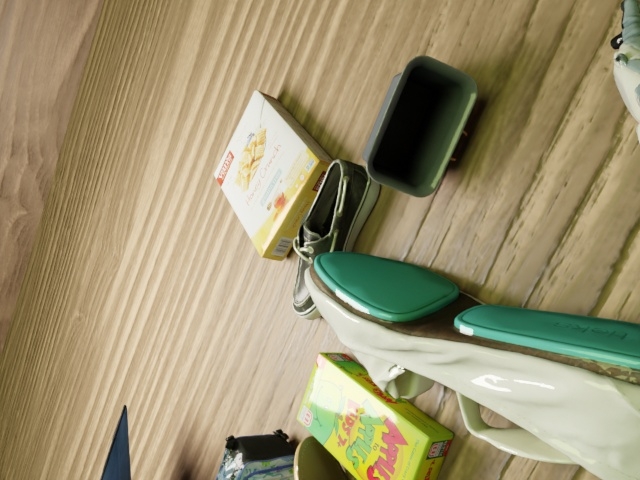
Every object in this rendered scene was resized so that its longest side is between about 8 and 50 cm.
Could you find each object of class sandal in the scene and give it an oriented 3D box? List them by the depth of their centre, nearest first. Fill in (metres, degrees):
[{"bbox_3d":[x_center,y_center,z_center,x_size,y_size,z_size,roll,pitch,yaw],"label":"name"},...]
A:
[{"bbox_3d":[0.007,0.346,0.559,0.079,0.088,0.240,-46,54,24],"label":"sandal"}]

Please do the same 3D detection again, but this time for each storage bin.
[{"bbox_3d":[0.104,-0.125,0.572,0.091,0.098,0.135,-117,48,-72],"label":"storage bin"}]

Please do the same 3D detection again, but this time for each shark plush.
[{"bbox_3d":[0.279,-0.135,0.416,0.067,0.073,0.161,-19,44,24],"label":"shark plush"}]

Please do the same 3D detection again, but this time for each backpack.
[{"bbox_3d":[-0.083,0.316,0.657,0.084,0.105,0.114,38,110,45],"label":"backpack"}]

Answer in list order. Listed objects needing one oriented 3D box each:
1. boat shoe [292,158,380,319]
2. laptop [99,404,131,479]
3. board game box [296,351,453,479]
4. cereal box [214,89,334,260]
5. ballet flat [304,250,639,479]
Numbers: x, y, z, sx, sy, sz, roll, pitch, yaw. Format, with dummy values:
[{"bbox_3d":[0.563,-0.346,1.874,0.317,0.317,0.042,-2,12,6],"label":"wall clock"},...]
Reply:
[{"bbox_3d":[0.000,0.000,0.666,0.077,0.070,0.219,33,106,48],"label":"boat shoe"},{"bbox_3d":[-0.194,0.499,0.732,0.407,0.236,0.382,5,102,22],"label":"laptop"},{"bbox_3d":[0.052,0.208,0.575,0.181,0.043,0.092,26,100,49],"label":"board game box"},{"bbox_3d":[-0.081,-0.108,0.804,0.173,0.047,0.240,-58,44,21],"label":"cereal box"},{"bbox_3d":[0.118,0.106,0.475,0.400,0.139,0.139,14,91,49],"label":"ballet flat"}]
